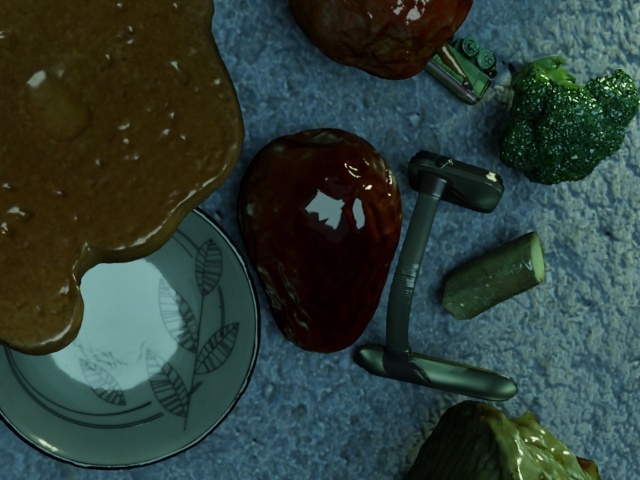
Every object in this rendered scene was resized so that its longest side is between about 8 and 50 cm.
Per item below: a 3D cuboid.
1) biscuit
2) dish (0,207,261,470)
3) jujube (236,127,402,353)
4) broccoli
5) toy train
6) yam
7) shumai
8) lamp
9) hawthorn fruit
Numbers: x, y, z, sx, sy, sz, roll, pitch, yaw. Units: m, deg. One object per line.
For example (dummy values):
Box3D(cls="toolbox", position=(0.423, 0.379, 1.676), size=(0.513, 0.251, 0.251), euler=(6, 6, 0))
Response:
Box3D(cls="biscuit", position=(-0.283, -0.112, 1.105), size=(0.350, 0.078, 0.455), euler=(43, 76, 3))
Box3D(cls="dish", position=(-0.227, 0.088, 1.203), size=(0.317, 0.106, 0.316), euler=(-2, 97, -17))
Box3D(cls="jujube", position=(0.000, 0.000, 1.250), size=(0.190, 0.190, 0.255), euler=(-9, 118, -19))
Box3D(cls="broccoli", position=(0.304, -0.149, 1.339), size=(0.196, 0.195, 0.156), euler=(4, 59, -21))
Box3D(cls="toy train", position=(0.154, -0.233, 1.334), size=(0.148, 0.038, 0.071), euler=(35, 84, -20))
Box3D(cls="yam", position=(0.221, 0.047, 1.380), size=(0.147, 0.069, 0.069), euler=(-28, 108, 13))
Box3D(cls="shumai", position=(0.258, 0.355, 1.304), size=(0.289, 0.330, 0.291), euler=(28, 73, -12))
Box3D(cls="lamp", position=(0.167, 0.053, 1.299), size=(0.203, 0.124, 0.283), euler=(16, 92, 7))
Box3D(cls="hawthorn fruit", position=(0.093, -0.262, 1.204), size=(0.207, 0.207, 0.243), euler=(-44, 89, -10))
